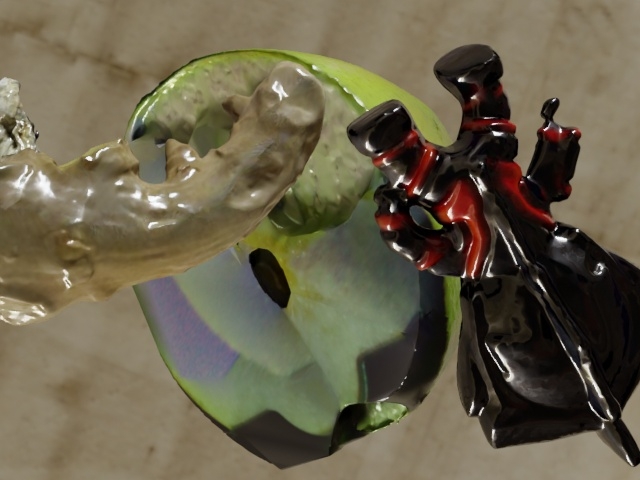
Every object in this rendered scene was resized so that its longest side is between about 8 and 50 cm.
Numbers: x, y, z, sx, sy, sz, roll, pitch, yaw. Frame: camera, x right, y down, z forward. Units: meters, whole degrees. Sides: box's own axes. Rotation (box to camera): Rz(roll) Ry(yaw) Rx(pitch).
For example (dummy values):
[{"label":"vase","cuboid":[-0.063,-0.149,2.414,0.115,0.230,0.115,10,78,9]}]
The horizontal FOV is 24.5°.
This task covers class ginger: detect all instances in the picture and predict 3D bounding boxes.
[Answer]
[{"label":"ginger","cuboid":[-0.075,-0.015,0.574,0.051,0.173,0.069,139,113,-73]}]

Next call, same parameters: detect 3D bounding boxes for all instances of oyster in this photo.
[{"label":"oyster","cuboid":[-0.269,-0.042,1.267,0.163,0.081,0.191,126,148,-87]}]

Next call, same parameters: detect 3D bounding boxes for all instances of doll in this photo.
[{"label":"doll","cuboid":[0.112,0.017,0.812,0.127,0.248,0.088,-29,15,21]}]

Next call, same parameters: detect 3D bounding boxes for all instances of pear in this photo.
[{"label":"pear","cuboid":[0.001,-0.004,1.358,0.165,0.399,0.398,-20,-46,-42]}]
